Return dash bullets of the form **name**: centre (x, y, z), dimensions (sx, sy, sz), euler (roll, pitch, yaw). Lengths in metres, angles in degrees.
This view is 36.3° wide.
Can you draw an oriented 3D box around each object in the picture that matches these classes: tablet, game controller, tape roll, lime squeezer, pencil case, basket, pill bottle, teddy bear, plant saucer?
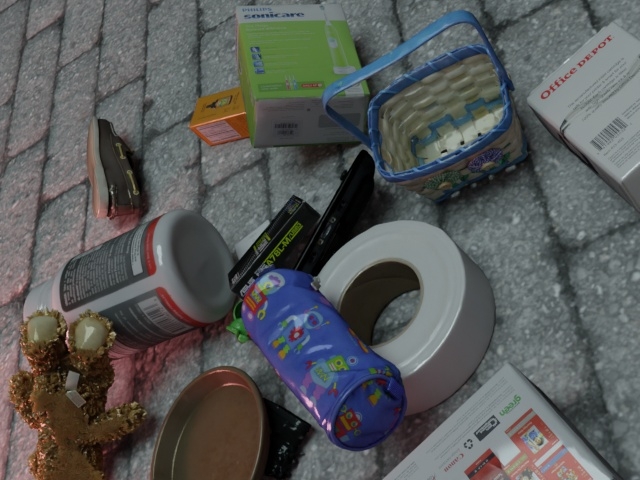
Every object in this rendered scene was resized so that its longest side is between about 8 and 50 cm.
- **tablet**: centre (-0.121, 0.002, 1.793), dimensions (0.083, 0.006, 0.054), euler (-37, 44, 14)
- **game controller**: centre (0.000, 0.000, 1.593), dimensions (0.067, 0.166, 0.319), euler (26, 77, 10)
- **tape roll**: centre (0.110, 0.114, 1.448), dimensions (0.286, 0.100, 0.286), euler (-21, 49, 27)
- **lime squeezer**: centre (-0.110, 0.124, 1.620), dimensions (0.110, 0.059, 0.310), euler (-45, 11, 25)
- **pencil case**: centre (0.000, 0.153, 1.348), dimensions (0.133, 0.119, 0.306), euler (-46, 43, 2)
- **basket**: centre (0.177, -0.201, 1.477), dimensions (0.255, 0.289, 0.201), euler (-27, 46, 24)
- **pill bottle**: centre (-0.350, 0.098, 1.764), dimensions (0.363, 0.210, 0.210), euler (-22, 49, 27)
- **teddy bear**: centre (-0.427, 0.273, 1.691), dimensions (0.245, 0.337, 0.113), euler (-15, 12, 6)
- **plant saucer**: centre (-0.171, 0.335, 1.535), dimensions (0.278, 0.041, 0.277), euler (-28, 48, 37)

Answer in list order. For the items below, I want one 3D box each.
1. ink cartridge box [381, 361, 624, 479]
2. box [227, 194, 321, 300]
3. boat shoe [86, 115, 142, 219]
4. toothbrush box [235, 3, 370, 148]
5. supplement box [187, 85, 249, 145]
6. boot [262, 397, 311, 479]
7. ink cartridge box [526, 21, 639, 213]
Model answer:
- **ink cartridge box**: centre (0.214, 0.356, 1.161), dimensions (0.309, 0.130, 0.272), euler (-44, 45, 6)
- **box**: centre (-0.080, 0.010, 1.607), dimensions (0.184, 0.045, 0.191), euler (-48, 9, 0)
- **boat shoe**: centre (-0.453, -0.162, 2.127), dimensions (0.324, 0.097, 0.116), euler (-112, 30, -48)
- **toothbrush box**: centre (-0.041, -0.308, 1.794), dimensions (0.206, 0.122, 0.283), euler (-4, 49, -11)
- **supplement box**: centre (-0.153, -0.259, 1.958), dimensions (0.234, 0.080, 0.078), euler (-6, 56, 35)
- **boot**: centre (-0.072, 0.307, 1.506), dimensions (0.121, 0.045, 0.099), euler (23, 83, 49)
- **ink cartridge box**: centre (0.435, -0.177, 1.383), dimensions (0.172, 0.100, 0.237), euler (-42, 43, 8)
